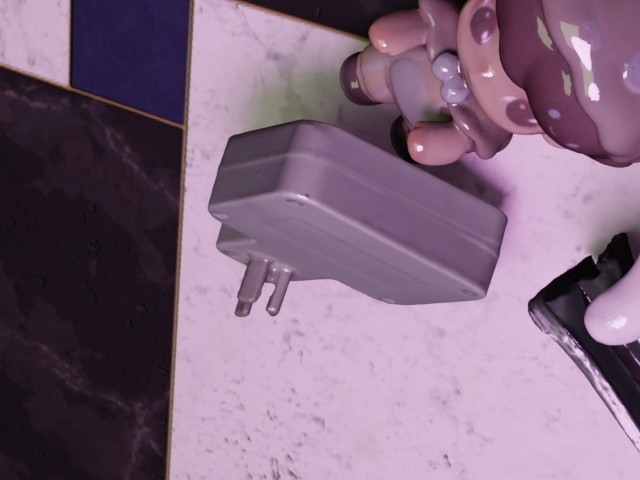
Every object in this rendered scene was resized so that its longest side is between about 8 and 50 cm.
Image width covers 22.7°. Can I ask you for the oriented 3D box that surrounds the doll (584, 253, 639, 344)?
[{"bbox_3d":[0.363,-0.033,1.121,0.243,0.159,0.311,26,107,14],"label":"doll"}]

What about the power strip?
[{"bbox_3d":[0.000,0.000,1.433,0.229,0.141,0.261,26,163,-29],"label":"power strip"}]

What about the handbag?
[{"bbox_3d":[0.283,0.116,1.292,0.079,0.260,0.247,-36,86,16],"label":"handbag"}]

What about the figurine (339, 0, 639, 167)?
[{"bbox_3d":[0.176,-0.151,1.283,0.381,0.203,0.248,-18,94,50],"label":"figurine"}]
